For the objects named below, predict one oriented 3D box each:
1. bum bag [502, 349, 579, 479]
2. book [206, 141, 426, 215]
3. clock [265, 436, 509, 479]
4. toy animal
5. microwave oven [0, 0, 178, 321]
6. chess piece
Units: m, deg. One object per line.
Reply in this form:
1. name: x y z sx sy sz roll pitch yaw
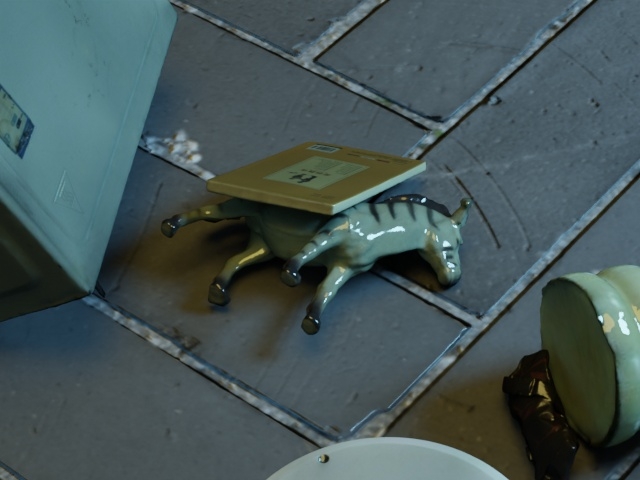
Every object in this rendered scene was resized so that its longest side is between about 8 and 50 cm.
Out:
1. bum bag: 0.164 0.133 1.338 0.034 0.058 0.124 9 43 -25
2. book: -0.001 -0.054 1.503 0.118 0.012 0.172 11 19 27
3. clock: 0.043 0.241 1.223 0.230 0.083 0.230 -4 46 4
4. toy animal: 0.001 -0.005 1.479 0.217 0.073 0.176 18 39 29
5. microwave oven: -0.300 -0.132 1.480 0.218 0.286 0.355 -16 41 25
6. chess piece: 0.298 0.064 1.350 0.243 0.133 0.133 -13 45 -16
